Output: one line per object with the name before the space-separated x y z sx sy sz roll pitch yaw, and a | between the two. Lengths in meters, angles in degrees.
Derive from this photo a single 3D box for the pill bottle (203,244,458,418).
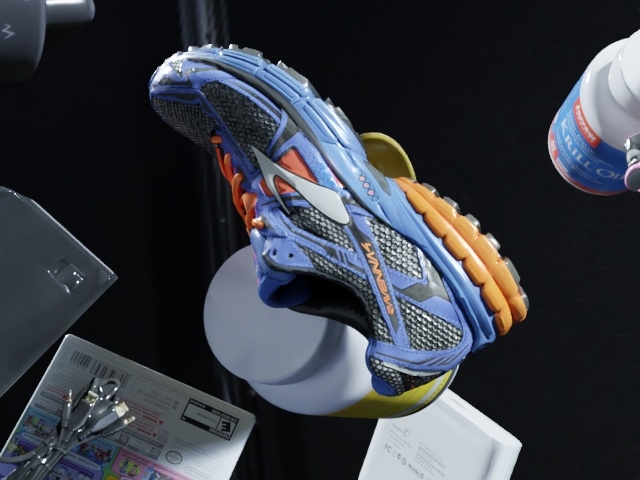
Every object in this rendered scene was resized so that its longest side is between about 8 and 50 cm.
pill bottle | 0.010 0.052 0.623 0.103 0.184 0.103 -5 -102 24

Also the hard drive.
hard drive | 0.110 0.329 1.245 0.203 0.040 0.307 33 -71 53

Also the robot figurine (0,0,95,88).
robot figurine | -0.337 -0.208 0.884 0.209 0.278 0.173 55 -40 35

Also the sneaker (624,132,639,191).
sneaker | 0.323 -0.067 0.969 0.047 0.119 0.057 -42 -136 41

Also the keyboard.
keyboard | -0.264 0.122 0.736 0.201 0.317 0.033 42 -22 2

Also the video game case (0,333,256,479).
video game case | -0.198 0.218 1.036 0.212 0.023 0.193 23 -114 4

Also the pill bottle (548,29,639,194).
pill bottle | 0.322 -0.136 1.100 0.124 0.221 0.124 0 -106 -1

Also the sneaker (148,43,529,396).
sneaker | -0.010 -0.014 0.500 0.221 0.083 0.087 40 -102 23

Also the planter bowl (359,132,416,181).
planter bowl | 0.000 0.000 0.995 0.090 0.217 0.217 14 -79 33
